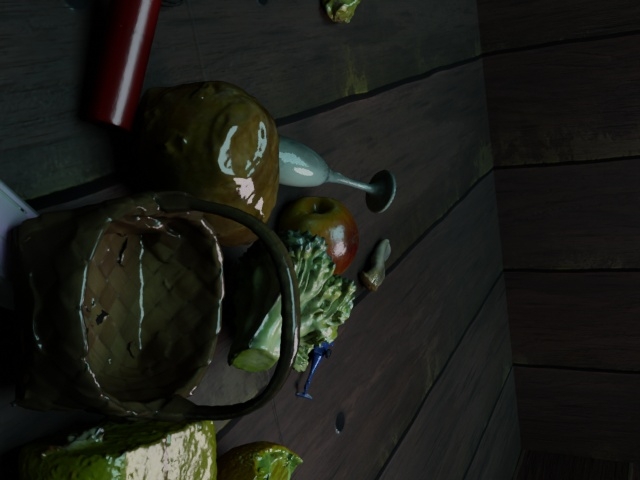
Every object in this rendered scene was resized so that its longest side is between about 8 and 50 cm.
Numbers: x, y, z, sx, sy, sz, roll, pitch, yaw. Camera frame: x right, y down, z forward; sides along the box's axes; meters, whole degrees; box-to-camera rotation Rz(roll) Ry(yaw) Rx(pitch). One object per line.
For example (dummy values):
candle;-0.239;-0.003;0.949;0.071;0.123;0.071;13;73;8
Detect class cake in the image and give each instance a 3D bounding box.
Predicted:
cake;-0.261;0.302;0.861;0.260;0.179;0.156;4;86;-64

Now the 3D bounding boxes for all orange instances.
orange;-0.134;0.454;1.106;0.179;0.159;0.237;68;33;-55

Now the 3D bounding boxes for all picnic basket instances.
picnic basket;-0.172;0.082;0.825;0.337;0.338;0.292;-3;94;-62

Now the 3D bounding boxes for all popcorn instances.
popcorn;0.053;-0.571;1.584;0.097;0.089;0.109;111;4;-64

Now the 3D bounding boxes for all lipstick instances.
lipstick;-0.271;-0.296;0.937;0.073;0.073;0.279;15;87;-61

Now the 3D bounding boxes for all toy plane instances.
toy plane;-0.010;0.271;1.466;0.062;0.054;0.167;95;14;-50

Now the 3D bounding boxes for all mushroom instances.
mushroom;0.153;0.061;1.779;0.202;0.055;0.059;-62;146;-50

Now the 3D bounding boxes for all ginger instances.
ginger;-0.168;-0.106;1.001;0.223;0.201;0.269;-18;122;-56

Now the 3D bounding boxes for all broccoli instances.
broccoli;-0.064;0.126;1.158;0.288;0.248;0.245;61;32;-41

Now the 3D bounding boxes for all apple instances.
apple;0.000;0.000;1.405;0.195;0.160;0.173;-40;145;-48

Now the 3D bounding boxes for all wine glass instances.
wine glass;-0.038;-0.149;1.407;0.310;0.264;0.096;14;92;-33

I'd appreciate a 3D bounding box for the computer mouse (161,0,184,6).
computer mouse;-0.249;-0.501;1.018;0.137;0.087;0.269;-56;137;-47

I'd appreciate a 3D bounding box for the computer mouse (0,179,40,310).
computer mouse;-0.381;-0.007;0.768;0.245;0.056;0.125;64;33;-57
